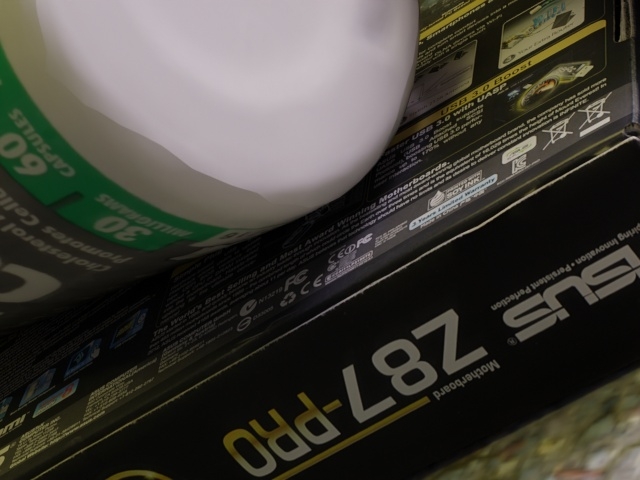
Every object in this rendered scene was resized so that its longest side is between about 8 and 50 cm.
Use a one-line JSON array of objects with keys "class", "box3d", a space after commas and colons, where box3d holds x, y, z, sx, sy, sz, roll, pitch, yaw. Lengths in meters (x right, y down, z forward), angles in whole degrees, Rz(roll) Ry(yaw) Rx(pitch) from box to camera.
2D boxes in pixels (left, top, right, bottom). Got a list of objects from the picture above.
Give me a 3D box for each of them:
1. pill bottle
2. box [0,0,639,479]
[{"class": "pill bottle", "box3d": [-0.144, -0.064, 0.792, 0.361, 0.204, 0.204, -21, 27, 47]}, {"class": "box", "box3d": [0.000, 0.000, 0.833, 0.395, 0.097, 0.318, -32, 23, 24]}]
